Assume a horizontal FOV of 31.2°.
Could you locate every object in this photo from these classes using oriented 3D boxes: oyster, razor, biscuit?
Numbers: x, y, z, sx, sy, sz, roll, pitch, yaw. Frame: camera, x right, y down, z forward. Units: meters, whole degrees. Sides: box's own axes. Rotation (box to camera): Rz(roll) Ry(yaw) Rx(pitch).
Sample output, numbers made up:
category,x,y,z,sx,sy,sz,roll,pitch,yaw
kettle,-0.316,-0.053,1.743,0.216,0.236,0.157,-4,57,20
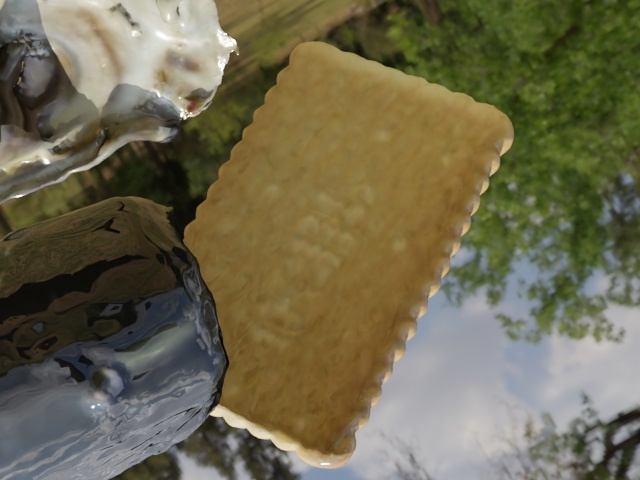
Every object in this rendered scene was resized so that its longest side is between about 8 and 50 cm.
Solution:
category,x,y,z,sx,sy,sz,roll,pitch,yaw
oyster,-0.112,-0.051,0.353,0.165,0.053,0.108,-27,158,0
razor,-0.199,0.086,0.474,0.326,0.107,0.189,-19,167,-8
biscuit,0.000,0.000,0.696,0.250,0.160,0.030,-62,163,-18
